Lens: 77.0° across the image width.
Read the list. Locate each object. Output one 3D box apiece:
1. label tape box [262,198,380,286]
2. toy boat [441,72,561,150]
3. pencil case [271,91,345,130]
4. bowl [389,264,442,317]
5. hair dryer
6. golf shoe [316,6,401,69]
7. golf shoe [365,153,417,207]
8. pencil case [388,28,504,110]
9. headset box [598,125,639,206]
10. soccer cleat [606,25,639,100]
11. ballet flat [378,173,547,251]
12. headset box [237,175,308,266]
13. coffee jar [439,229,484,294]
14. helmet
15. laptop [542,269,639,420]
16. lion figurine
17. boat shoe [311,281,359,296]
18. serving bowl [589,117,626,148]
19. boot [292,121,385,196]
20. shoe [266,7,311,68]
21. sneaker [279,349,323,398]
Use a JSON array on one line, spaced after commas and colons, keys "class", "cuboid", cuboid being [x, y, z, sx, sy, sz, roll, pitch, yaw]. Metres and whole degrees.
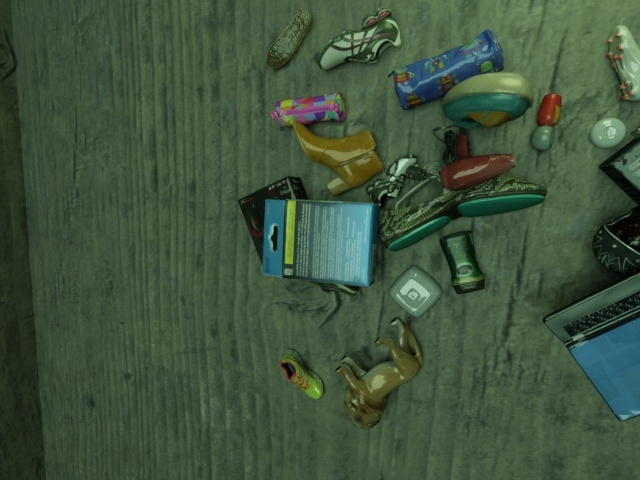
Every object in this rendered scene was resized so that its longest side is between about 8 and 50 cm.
[{"class": "label tape box", "cuboid": [0.000, 0.000, 1.261, 0.349, 0.115, 0.248, 4, 94, 20]}, {"class": "toy boat", "cuboid": [0.501, -0.340, 1.080, 0.319, 0.267, 0.147, 9, 96, -11]}, {"class": "pencil case", "cuboid": [-0.038, -0.432, 1.342, 0.237, 0.104, 0.104, -2, 95, 21]}, {"class": "bowl", "cuboid": [0.304, 0.168, 1.297, 0.142, 0.053, 0.142, 43, 108, 12]}, {"class": "hair dryer", "cuboid": [0.391, -0.237, 1.110, 0.294, 0.080, 0.223, 30, 82, 42]}, {"class": "golf shoe", "cuboid": [0.116, -0.601, 1.261, 0.273, 0.105, 0.120, -25, 94, 23]}, {"class": "golf shoe", "cuboid": [0.237, -0.182, 1.261, 0.198, 0.077, 0.093, -44, 55, 29]}, {"class": "pencil case", "cuboid": [0.360, -0.490, 1.166, 0.307, 0.119, 0.133, -16, 51, 23]}, {"class": "headset box", "cuboid": [0.889, -0.181, 0.979, 0.246, 0.131, 0.283, -45, 79, 20]}, {"class": "soccer cleat", "cuboid": [0.796, -0.454, 1.027, 0.076, 0.068, 0.196, -16, 91, 8]}, {"class": "ballet flat", "cuboid": [0.383, -0.121, 1.190, 0.484, 0.164, 0.181, -21, 68, 24]}, {"class": "headset box", "cuboid": [-0.130, -0.048, 1.414, 0.218, 0.110, 0.292, -21, 88, 21]}, {"class": "coffee jar", "cuboid": [0.430, 0.068, 1.219, 0.096, 0.079, 0.184, -15, 89, 18]}, {"class": "helmet", "cuboid": [0.785, 0.012, 1.021, 0.162, 0.169, 0.169, -40, 81, 10]}, {"class": "laptop", "cuboid": [0.840, 0.249, 0.999, 0.382, 0.408, 0.236, -36, 48, 21]}, {"class": "lion figurine", "cuboid": [0.210, 0.444, 1.322, 0.392, 0.142, 0.240, -40, 88, 17]}, {"class": "boat shoe", "cuboid": [0.028, 0.143, 1.395, 0.224, 0.080, 0.073, 26, 110, 23]}, {"class": "serving bowl", "cuboid": [0.768, -0.287, 1.072, 0.084, 0.027, 0.083, 3, 98, 22]}, {"class": "boot", "cuboid": [0.063, -0.309, 1.314, 0.211, 0.104, 0.294, -31, 95, 16]}, {"class": "shoe", "cuboid": [-0.103, -0.679, 1.368, 0.077, 0.058, 0.219, 41, 114, -8]}, {"class": "sneaker", "cuboid": [-0.077, 0.500, 1.464, 0.208, 0.094, 0.081, 45, 108, 10]}]
